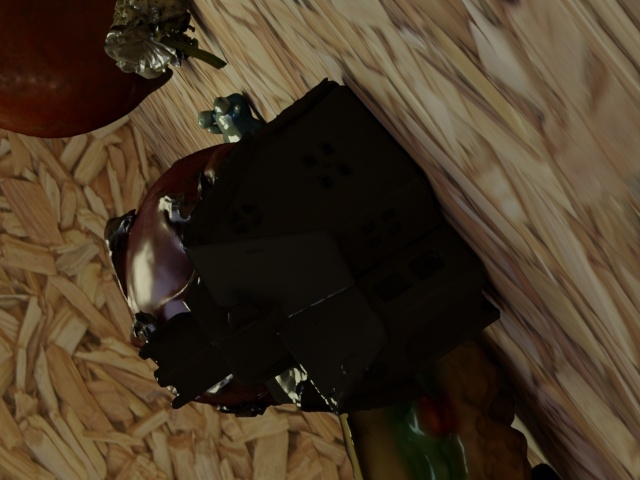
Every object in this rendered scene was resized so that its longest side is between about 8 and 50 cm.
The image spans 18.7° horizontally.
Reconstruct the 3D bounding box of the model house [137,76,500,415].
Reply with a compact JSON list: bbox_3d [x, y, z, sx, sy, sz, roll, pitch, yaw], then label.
[{"bbox_3d":[-0.013,0.054,1.465,0.204,0.243,0.211,51,172,44],"label":"model house"}]

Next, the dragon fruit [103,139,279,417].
[{"bbox_3d":[-0.079,0.027,1.842,0.250,0.250,0.315,52,175,37],"label":"dragon fruit"}]

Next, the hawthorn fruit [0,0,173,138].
[{"bbox_3d":[-0.357,-0.262,2.385,0.311,0.295,0.295,60,174,-15],"label":"hawthorn fruit"}]

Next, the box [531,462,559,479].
[{"bbox_3d":[0.275,0.368,1.761,0.350,0.058,0.211,54,173,14],"label":"box"}]

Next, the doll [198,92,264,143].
[{"bbox_3d":[-0.086,-0.119,2.082,0.083,0.050,0.076,57,156,3],"label":"doll"}]

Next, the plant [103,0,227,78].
[{"bbox_3d":[-0.160,-0.207,2.034,0.122,0.104,0.116,30,-169,13],"label":"plant"}]

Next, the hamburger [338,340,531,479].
[{"bbox_3d":[0.097,0.172,1.635,0.237,0.148,0.237,166,90,-89],"label":"hamburger"}]
